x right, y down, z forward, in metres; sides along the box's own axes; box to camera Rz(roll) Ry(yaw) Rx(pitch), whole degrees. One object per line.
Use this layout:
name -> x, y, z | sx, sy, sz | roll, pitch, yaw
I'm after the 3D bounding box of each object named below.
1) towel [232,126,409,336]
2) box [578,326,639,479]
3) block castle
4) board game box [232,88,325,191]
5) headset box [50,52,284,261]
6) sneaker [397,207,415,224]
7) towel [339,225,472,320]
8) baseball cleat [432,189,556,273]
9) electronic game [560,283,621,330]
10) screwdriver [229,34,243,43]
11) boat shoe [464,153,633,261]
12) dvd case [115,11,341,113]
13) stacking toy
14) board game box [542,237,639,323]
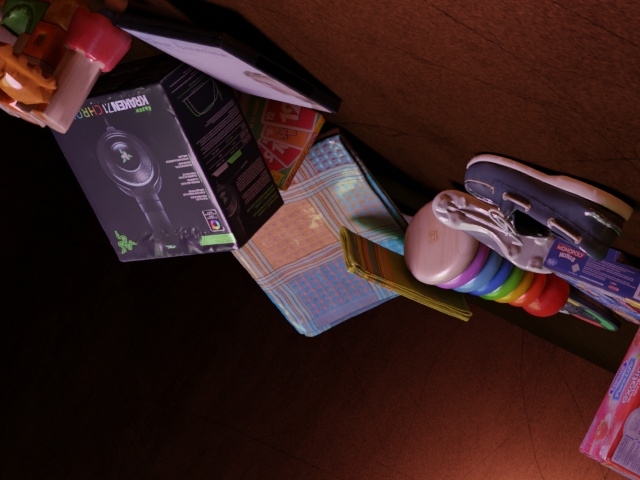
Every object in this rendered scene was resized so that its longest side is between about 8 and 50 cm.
towel -> 0.000, 0.000, 1.926 | 0.370, 0.271, 0.040 | 52, -159, -40
box -> 0.516, 0.240, 1.829 | 0.128, 0.257, 0.122 | 28, 175, -5
block castle -> -0.484, -0.336, 1.630 | 0.453, 0.213, 0.303 | 22, 170, 41
board game box -> -0.134, -0.182, 1.791 | 0.259, 0.124, 0.039 | 27, 173, 18
headset box -> -0.220, -0.111, 1.723 | 0.246, 0.131, 0.283 | -5, 120, 37
sneaker -> 0.144, -0.009, 2.328 | 0.295, 0.105, 0.147 | 21, 169, 27
towel -> 0.134, 0.051, 1.894 | 0.237, 0.021, 0.102 | 24, -147, -26
baseball cleat -> 0.261, -0.019, 1.732 | 0.206, 0.072, 0.109 | 32, -168, 16
electronic game -> 0.439, 0.105, 2.197 | 0.229, 0.048, 0.229 | 28, 176, 2
screwdriver -> -0.136, -0.254, 1.577 | 0.025, 0.024, 0.170 | 59, 165, -16
boat shoe -> 0.244, -0.035, 1.378 | 0.095, 0.079, 0.254 | 30, 176, -39
dvd case -> -0.111, -0.221, 1.523 | 0.180, 0.022, 0.253 | 18, 177, 36
stacking toy -> 0.288, 0.042, 1.955 | 0.330, 0.141, 0.141 | 22, -179, -41
board game box -> 0.433, 0.072, 1.649 | 0.194, 0.060, 0.194 | 25, 176, 43
